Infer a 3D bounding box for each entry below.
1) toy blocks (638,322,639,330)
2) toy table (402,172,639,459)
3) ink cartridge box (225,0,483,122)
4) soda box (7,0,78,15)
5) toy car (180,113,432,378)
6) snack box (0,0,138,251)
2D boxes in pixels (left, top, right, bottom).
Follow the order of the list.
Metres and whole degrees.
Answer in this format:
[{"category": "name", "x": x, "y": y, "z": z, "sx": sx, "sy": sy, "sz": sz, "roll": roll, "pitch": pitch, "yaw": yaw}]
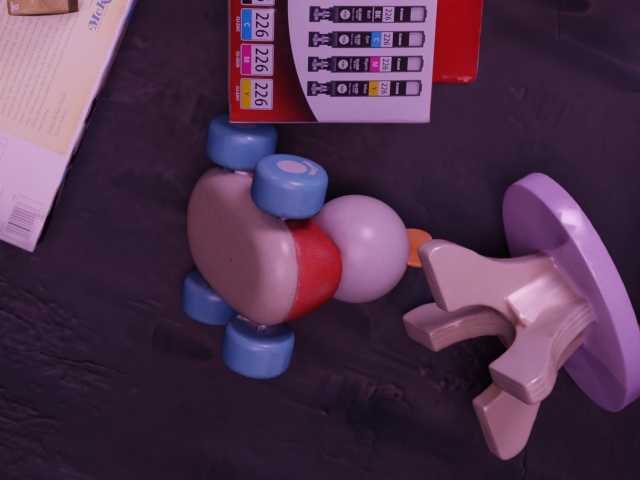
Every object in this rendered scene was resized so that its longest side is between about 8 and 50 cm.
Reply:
[{"category": "toy blocks", "x": 0.485, "y": 0.031, "z": 1.396, "sx": 0.288, "sy": 0.260, "sz": 0.309, "roll": 7, "pitch": 101, "yaw": -2}, {"category": "toy table", "x": 0.209, "y": 0.087, "z": 1.417, "sx": 0.160, "sy": 0.252, "sz": 0.274, "roll": -29, "pitch": 101, "yaw": -16}, {"category": "ink cartridge box", "x": 0.043, "y": -0.280, "z": 1.354, "sx": 0.271, "sy": 0.130, "sz": 0.310, "roll": -1, "pitch": 115, "yaw": -5}, {"category": "soda box", "x": -0.275, "y": -0.311, "z": 1.348, "sx": 0.061, "sy": 0.058, "sz": 0.181, "roll": -2, "pitch": 101, "yaw": 1}, {"category": "toy car", "x": 0.000, "y": 0.000, "z": 1.443, "sx": 0.238, "sy": 0.210, "sz": 0.219, "roll": -3, "pitch": 118, "yaw": -30}, {"category": "snack box", "x": -0.322, "y": -0.171, "z": 1.434, "sx": 0.187, "sy": 0.060, "sz": 0.322, "roll": 23, "pitch": 100, "yaw": -6}]
